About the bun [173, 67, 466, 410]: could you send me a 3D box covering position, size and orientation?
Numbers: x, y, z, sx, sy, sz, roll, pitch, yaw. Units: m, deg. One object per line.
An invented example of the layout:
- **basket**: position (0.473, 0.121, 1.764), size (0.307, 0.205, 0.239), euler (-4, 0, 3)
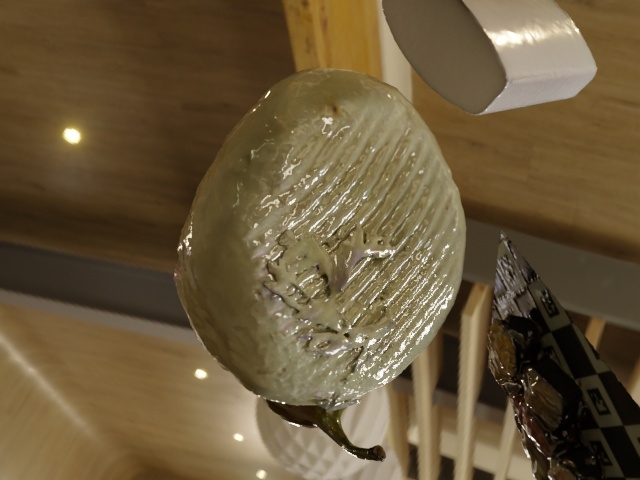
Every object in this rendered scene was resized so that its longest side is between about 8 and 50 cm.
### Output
- **bun**: position (-0.004, 0.000, 0.719), size (0.168, 0.273, 0.273), euler (17, -24, 50)

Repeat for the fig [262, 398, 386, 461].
- **fig**: position (0.009, 0.177, 0.957), size (0.124, 0.124, 0.236), euler (52, -2, -41)

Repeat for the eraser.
- **eraser**: position (0.204, -0.233, 1.002), size (0.174, 0.270, 0.095), euler (54, -53, 13)

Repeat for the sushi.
- **sushi**: position (0.254, 0.186, 0.999), size (0.292, 0.059, 0.294), euler (83, -19, -50)
